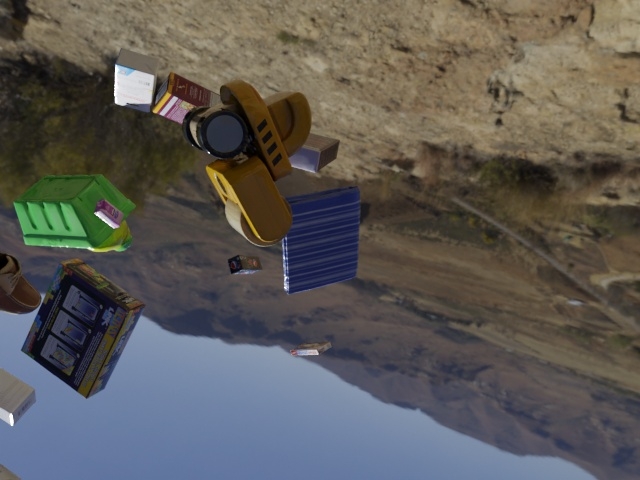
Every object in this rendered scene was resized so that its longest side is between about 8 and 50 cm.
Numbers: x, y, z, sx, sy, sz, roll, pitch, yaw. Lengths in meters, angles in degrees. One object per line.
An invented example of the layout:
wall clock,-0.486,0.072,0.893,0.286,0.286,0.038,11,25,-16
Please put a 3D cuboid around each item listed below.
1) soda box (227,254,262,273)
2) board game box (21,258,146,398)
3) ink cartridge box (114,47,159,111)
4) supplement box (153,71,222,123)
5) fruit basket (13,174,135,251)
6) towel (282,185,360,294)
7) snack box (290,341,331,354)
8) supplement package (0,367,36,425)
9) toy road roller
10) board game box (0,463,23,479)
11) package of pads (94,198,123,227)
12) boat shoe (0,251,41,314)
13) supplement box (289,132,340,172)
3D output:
soda box,-0.280,0.091,2.123,0.053,0.060,0.169,-21,170,17
board game box,-0.373,0.137,0.896,0.141,0.170,0.048,32,-166,9
ink cartridge box,-0.520,-0.447,1.611,0.104,0.062,0.181,14,154,-15
supplement box,-0.372,-0.391,1.652,0.188,0.081,0.104,20,146,-34
fruit basket,-0.841,-0.054,2.055,0.392,0.283,0.392,14,135,15
towel,0.000,0.000,1.683,0.243,0.336,0.040,-13,-142,-16
snack box,-0.036,0.394,2.077,0.064,0.022,0.178,-24,-176,-36
supplement package,-1.041,0.500,1.865,0.179,0.105,0.105,31,136,3
toy road roller,-0.120,-0.178,1.206,0.202,0.240,0.329,32,148,62
board game box,-0.856,0.568,1.245,0.390,0.050,0.390,23,-179,20
package of pads,-0.618,-0.079,1.671,0.032,0.050,0.083,-20,138,21
boat shoe,-0.887,0.097,1.572,0.116,0.123,0.324,-20,139,13
supplement box,-0.033,-0.292,1.864,0.130,0.073,0.239,16,-157,13
